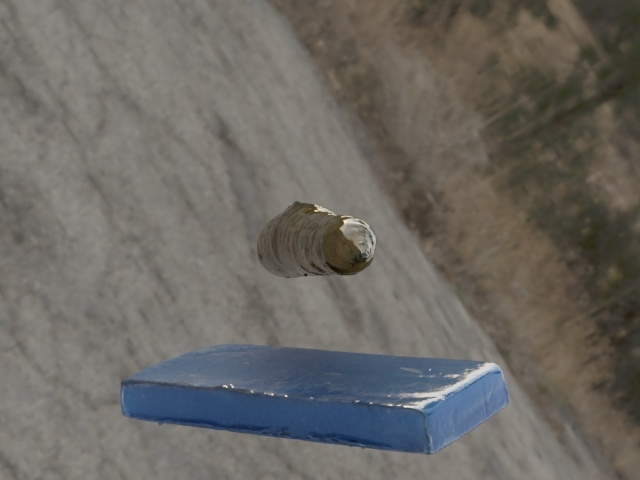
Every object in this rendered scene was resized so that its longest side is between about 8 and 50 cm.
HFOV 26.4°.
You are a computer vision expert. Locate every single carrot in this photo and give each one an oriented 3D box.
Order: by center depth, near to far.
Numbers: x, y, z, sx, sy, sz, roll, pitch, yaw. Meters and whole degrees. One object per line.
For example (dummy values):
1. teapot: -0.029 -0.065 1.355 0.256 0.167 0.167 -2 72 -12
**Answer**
1. carrot: -0.001 0.000 1.143 0.070 0.070 0.342 58 -10 -6

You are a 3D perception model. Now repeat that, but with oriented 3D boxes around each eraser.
1. eraser: -0.010 0.128 1.160 0.144 0.311 0.043 -18 106 -55
